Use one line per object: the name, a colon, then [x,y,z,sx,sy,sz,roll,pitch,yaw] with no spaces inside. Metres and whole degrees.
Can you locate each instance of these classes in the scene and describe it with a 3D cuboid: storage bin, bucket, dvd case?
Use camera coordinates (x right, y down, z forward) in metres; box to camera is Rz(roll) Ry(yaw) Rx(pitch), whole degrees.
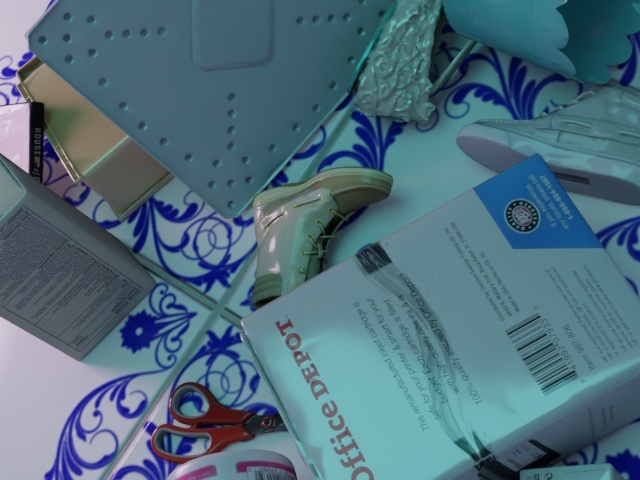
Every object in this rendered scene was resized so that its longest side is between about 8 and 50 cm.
storage bin: [-0.271,-0.218,2.056,0.262,0.123,0.260,-40,56,6]
bucket: [0.284,-0.338,1.734,0.183,0.281,0.281,23,79,28]
dvd case: [-0.476,-0.104,2.082,0.239,0.029,0.179,0,89,47]

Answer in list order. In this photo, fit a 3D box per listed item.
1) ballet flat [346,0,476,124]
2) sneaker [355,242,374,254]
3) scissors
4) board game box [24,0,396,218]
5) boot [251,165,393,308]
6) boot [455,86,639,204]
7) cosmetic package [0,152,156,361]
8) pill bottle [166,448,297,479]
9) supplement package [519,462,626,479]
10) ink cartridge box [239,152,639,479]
ballet flat: [0.171,-0.335,1.876,0.147,0.147,0.409,26,93,33]
sneaker: [0.039,0.093,1.781,0.069,0.082,0.209,5,68,31]
scissors: [-0.081,0.242,1.811,0.297,0.021,0.109,4,67,27]
board game box: [-0.122,-0.283,1.866,0.390,0.390,0.050,-48,33,-1]
boot: [0.000,0.000,1.839,0.213,0.077,0.165,-15,61,33]
boot: [0.304,-0.131,1.756,0.258,0.095,0.123,17,70,23]
cosmetic package: [-0.372,0.024,1.881,0.160,0.309,0.113,-45,56,1]
pill bottle: [-0.088,0.399,1.653,0.160,0.160,0.283,-20,59,17]
supplement package: [0.277,0.340,1.530,0.105,0.105,0.179,-9,64,23]
ink cartridge box: [0.150,0.133,1.606,0.395,0.166,0.285,-29,61,-1]
